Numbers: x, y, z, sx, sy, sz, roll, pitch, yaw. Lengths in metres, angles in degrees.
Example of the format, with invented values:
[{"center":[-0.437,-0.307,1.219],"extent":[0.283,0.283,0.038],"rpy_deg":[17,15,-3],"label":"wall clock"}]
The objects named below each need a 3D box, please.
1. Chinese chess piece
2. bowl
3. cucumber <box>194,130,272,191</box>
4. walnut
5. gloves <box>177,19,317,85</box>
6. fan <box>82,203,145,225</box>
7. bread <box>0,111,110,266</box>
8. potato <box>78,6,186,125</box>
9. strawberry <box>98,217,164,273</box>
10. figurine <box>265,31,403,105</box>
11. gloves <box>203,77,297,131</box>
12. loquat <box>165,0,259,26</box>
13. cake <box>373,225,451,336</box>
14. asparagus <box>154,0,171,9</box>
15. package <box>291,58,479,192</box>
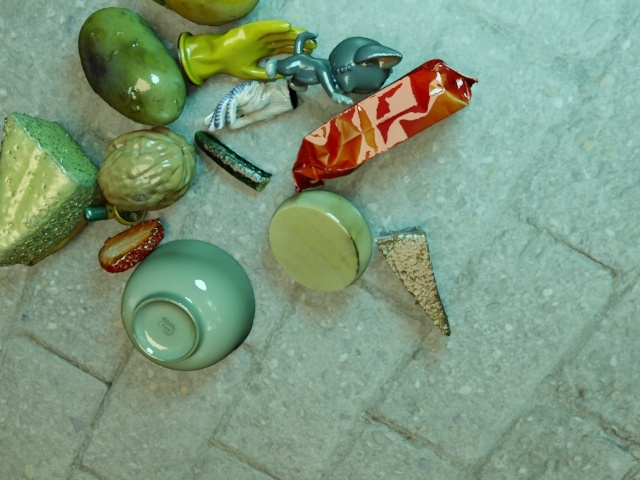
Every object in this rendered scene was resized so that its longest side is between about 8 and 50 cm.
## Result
[{"center":[0.000,0.000,1.233],"extent":[0.251,0.097,0.250],"rpy_deg":[16,129,21],"label":"Chinese chess piece"},{"center":[-0.358,0.190,1.342],"extent":[0.354,0.185,0.353],"rpy_deg":[3,106,9],"label":"bowl"},{"center":[-0.219,-0.196,1.281],"extent":[0.215,0.052,0.058],"rpy_deg":[35,88,-1],"label":"cucumber"},{"center":[-0.409,-0.165,1.247],"extent":[0.245,0.198,0.198],"rpy_deg":[-18,102,21],"label":"walnut"},{"center":[-0.153,-0.421,1.164],"extent":[0.295,0.133,0.116],"rpy_deg":[-4,94,12],"label":"gloves"},{"center":[-0.516,-0.073,1.317],"extent":[0.039,0.155,0.082],"rpy_deg":[-16,86,42],"label":"fan"},{"center":[-0.703,-0.122,1.280],"extent":[0.315,0.248,0.279],"rpy_deg":[-33,93,3],"label":"bread"},{"center":[-0.419,-0.374,1.173],"extent":[0.307,0.173,0.210],"rpy_deg":[47,127,21],"label":"potato"},{"center":[-0.474,0.023,1.350],"extent":[0.188,0.121,0.082],"rpy_deg":[-29,133,-4],"label":"strawberry"},{"center":[0.025,-0.368,1.112],"extent":[0.266,0.193,0.140],"rpy_deg":[15,107,0],"label":"figurine"},{"center":[-0.164,-0.309,1.219],"extent":[0.229,0.119,0.097],"rpy_deg":[-21,63,5],"label":"gloves"},{"center":[-0.230,-0.561,1.085],"extent":[0.235,0.235,0.234],"rpy_deg":[2,106,9],"label":"loquat"},{"center":[0.245,0.087,1.250],"extent":[0.113,0.116,0.295],"rpy_deg":[-27,100,16],"label":"cake"},{"center":[-0.307,-0.535,1.209],"extent":[0.165,0.030,0.036],"rpy_deg":[20,97,4],"label":"asparagus"},{"center":[0.124,-0.247,1.134],"extent":[0.424,0.196,0.123],"rpy_deg":[-28,95,17],"label":"package"}]
